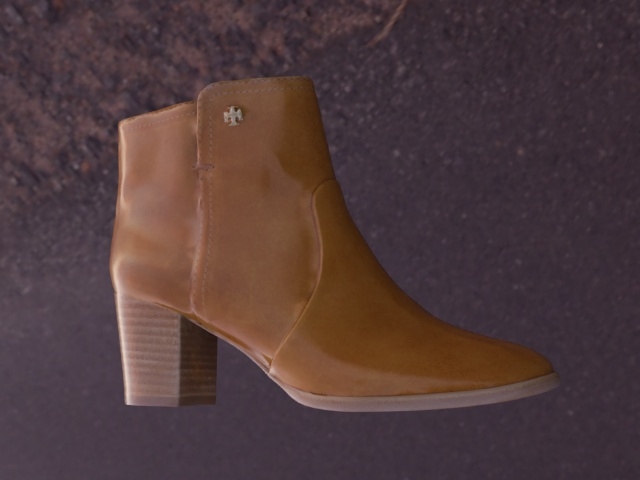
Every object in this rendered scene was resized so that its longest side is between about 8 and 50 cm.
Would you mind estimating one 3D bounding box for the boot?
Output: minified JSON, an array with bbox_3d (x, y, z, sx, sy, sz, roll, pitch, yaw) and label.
[{"bbox_3d":[0.000,0.000,0.741,0.295,0.211,0.104,-1,174,17],"label":"boot"}]
